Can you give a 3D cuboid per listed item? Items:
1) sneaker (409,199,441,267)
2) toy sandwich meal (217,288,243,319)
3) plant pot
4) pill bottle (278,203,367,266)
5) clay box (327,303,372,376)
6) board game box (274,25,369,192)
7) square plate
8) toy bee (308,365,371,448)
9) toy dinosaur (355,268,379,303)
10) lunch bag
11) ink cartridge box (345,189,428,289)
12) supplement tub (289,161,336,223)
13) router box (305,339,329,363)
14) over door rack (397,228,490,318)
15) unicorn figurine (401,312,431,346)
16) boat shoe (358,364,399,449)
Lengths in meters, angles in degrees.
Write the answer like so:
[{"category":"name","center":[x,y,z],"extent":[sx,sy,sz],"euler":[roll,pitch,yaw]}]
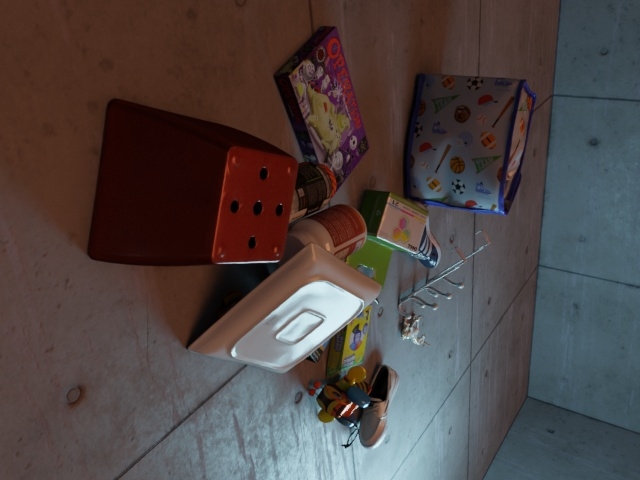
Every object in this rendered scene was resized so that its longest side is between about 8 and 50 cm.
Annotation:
[{"category":"sneaker","center":[0.298,0.023,1.938],"extent":[0.153,0.099,0.282],"euler":[-55,139,-31]},{"category":"toy sandwich meal","center":[-0.188,0.145,1.304],"extent":[0.085,0.029,0.086],"euler":[-26,123,-50]},{"category":"plant pot","center":[-0.191,-0.073,1.031],"extent":[0.267,0.235,0.267],"euler":[1,101,-57]},{"category":"pill bottle","center":[0.000,0.000,1.338],"extent":[0.216,0.121,0.121],"euler":[-25,122,-51]},{"category":"clay box","center":[0.083,0.280,1.746],"extent":[0.127,0.053,0.222],"euler":[-4,104,-56]},{"category":"board game box","center":[0.016,-0.296,1.442],"extent":[0.208,0.056,0.347],"euler":[-58,143,-33]},{"category":"square plate","center":[-0.055,0.175,1.327],"extent":[0.347,0.049,0.344],"euler":[-41,147,11]},{"category":"toy bee","center":[0.055,0.428,1.686],"extent":[0.195,0.162,0.298],"euler":[-54,175,-7]},{"category":"toy dinosaur","center":[-0.002,0.118,1.467],"extent":[0.313,0.121,0.160],"euler":[29,75,-34]},{"category":"lunch bag","center":[0.445,-0.284,1.844],"extent":[0.239,0.327,0.386],"euler":[5,95,-59]},{"category":"ink cartridge box","center":[0.186,0.007,1.725],"extent":[0.188,0.097,0.255],"euler":[21,83,-42]},{"category":"supplement tub","center":[-0.054,-0.106,1.337],"extent":[0.190,0.117,0.117],"euler":[-27,123,-49]},{"category":"router box","center":[-0.026,0.215,1.562],"extent":[0.133,0.046,0.179],"euler":[-60,144,-24]},{"category":"over door rack","center":[0.425,0.127,2.030],"extent":[0.239,0.108,0.324],"euler":[-25,159,-52]},{"category":"unicorn figurine","center":[0.326,0.316,2.135],"extent":[0.162,0.060,0.111],"euler":[3,100,-41]},{"category":"boat shoe","center":[0.180,0.527,1.948],"extent":[0.088,0.096,0.267],"euler":[50,58,-47]}]
